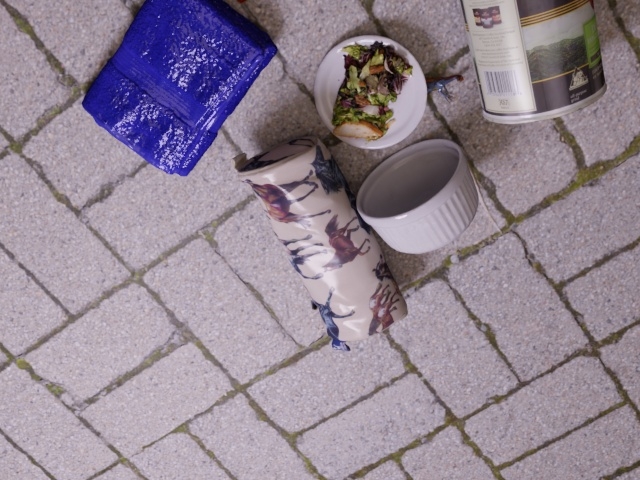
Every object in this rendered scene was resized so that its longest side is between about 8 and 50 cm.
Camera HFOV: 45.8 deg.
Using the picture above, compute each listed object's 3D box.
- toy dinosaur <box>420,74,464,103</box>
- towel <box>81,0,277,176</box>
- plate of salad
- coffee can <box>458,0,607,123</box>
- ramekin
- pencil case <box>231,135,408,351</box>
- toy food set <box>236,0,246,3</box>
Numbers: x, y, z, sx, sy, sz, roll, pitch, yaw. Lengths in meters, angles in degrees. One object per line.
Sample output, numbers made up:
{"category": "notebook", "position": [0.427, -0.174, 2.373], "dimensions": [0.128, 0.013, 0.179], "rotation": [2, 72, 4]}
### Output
{"category": "toy dinosaur", "position": [0.204, -0.274, 1.316], "dimensions": [0.082, 0.047, 0.090], "rotation": [-41, 98, -2]}
{"category": "towel", "position": [-0.246, -0.275, 1.294], "dimensions": [0.228, 0.076, 0.308], "rotation": [35, 113, -15]}
{"category": "plate of salad", "position": [0.082, -0.251, 1.304], "dimensions": [0.200, 0.048, 0.199], "rotation": [6, 114, 14]}
{"category": "coffee can", "position": [0.326, -0.349, 1.189], "dimensions": [0.202, 0.201, 0.275], "rotation": [-15, 115, 8]}
{"category": "ramekin", "position": [0.177, -0.071, 1.324], "dimensions": [0.207, 0.207, 0.109], "rotation": [-29, 120, 13]}
{"category": "pencil case", "position": [0.000, 0.000, 1.378], "dimensions": [0.184, 0.160, 0.410], "rotation": [-19, 114, 22]}
{"category": "toy food set", "position": [-0.157, -0.441, 1.254], "dimensions": [0.122, 0.019, 0.078], "rotation": [39, 110, -24]}
